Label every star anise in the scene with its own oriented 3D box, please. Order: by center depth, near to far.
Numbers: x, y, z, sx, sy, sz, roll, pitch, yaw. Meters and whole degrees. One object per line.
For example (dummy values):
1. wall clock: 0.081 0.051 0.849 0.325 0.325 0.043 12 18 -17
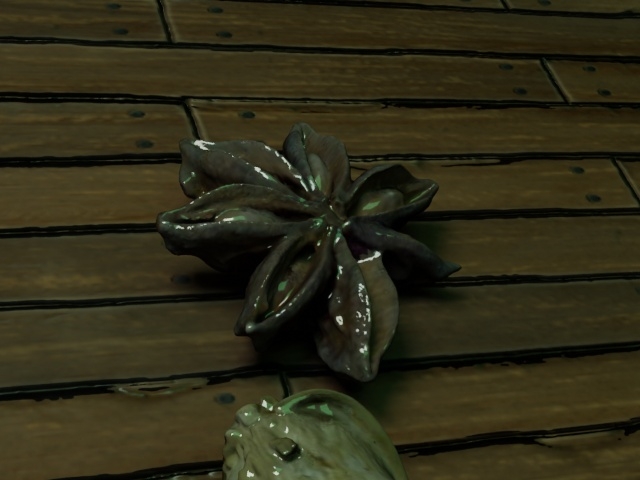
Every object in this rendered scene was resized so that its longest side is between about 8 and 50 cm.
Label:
1. star anise: -0.015 -0.006 0.793 0.197 0.073 0.212 35 42 9

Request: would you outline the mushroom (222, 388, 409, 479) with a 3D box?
1. mushroom: 0.080 0.224 0.568 0.397 0.126 0.177 40 37 20
